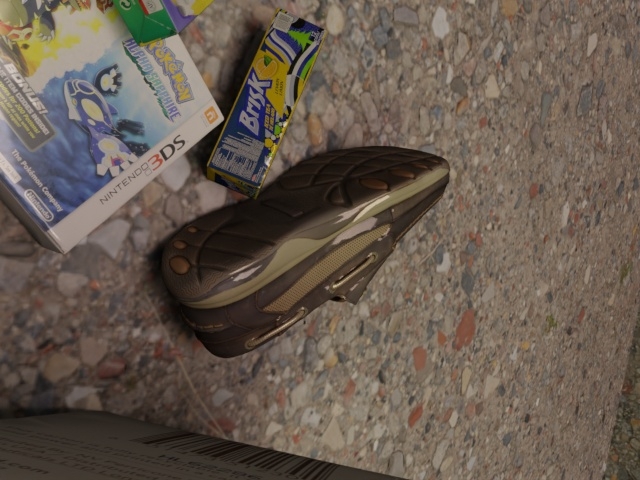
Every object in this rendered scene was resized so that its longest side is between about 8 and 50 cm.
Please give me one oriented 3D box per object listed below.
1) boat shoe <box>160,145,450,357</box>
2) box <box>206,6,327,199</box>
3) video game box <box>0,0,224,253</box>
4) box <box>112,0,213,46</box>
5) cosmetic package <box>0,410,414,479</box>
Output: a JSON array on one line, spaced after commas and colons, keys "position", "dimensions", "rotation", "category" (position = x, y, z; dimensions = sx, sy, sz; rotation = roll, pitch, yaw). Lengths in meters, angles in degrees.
[{"position": [0.000, 0.000, 0.634], "dimensions": [0.355, 0.132, 0.130], "rotation": [-27, 128, -30], "category": "boat shoe"}, {"position": [-0.052, -0.129, 0.569], "dimensions": [0.054, 0.059, 0.169], "rotation": [24, 80, -7], "category": "box"}, {"position": [-0.190, -0.125, 0.448], "dimensions": [0.187, 0.048, 0.205], "rotation": [-50, 131, -30], "category": "video game box"}, {"position": [-0.113, -0.238, 0.466], "dimensions": [0.179, 0.043, 0.105], "rotation": [-72, 145, -47], "category": "box"}, {"position": [-0.101, 0.326, 0.322], "dimensions": [0.327, 0.329, 0.393], "rotation": [61, 38, -74], "category": "cosmetic package"}]
